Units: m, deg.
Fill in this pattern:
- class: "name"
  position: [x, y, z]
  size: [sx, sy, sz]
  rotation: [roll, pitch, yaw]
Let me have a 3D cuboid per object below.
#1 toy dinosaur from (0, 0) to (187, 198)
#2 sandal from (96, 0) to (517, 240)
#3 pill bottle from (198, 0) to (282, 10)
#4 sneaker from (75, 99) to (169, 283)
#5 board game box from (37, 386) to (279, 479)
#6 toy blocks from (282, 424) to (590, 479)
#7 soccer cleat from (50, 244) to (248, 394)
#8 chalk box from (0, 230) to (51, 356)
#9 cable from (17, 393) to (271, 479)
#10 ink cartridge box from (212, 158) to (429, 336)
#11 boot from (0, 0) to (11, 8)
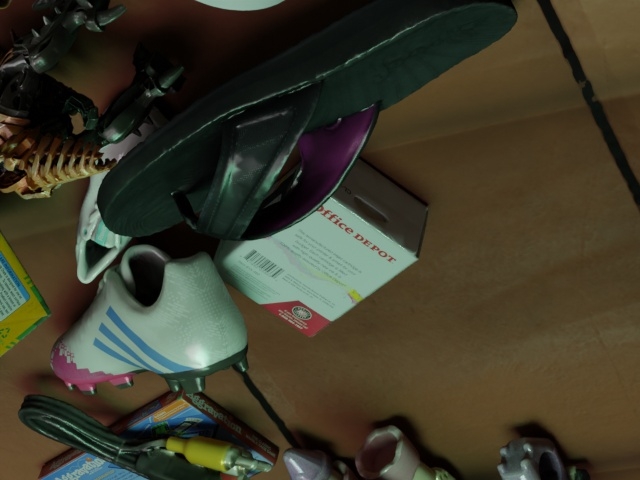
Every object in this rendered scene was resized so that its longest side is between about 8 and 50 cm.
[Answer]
- class: "toy dinosaur"
  position: [-0.232, -0.104, 1.469]
  size: [0.322, 0.218, 0.164]
  rotation: [38, 173, 39]
- class: "sandal"
  position: [-0.024, -0.084, 1.453]
  size: [0.446, 0.107, 0.168]
  rotation: [-29, 163, 33]
- class: "pill bottle"
  position: [-0.035, -0.313, 1.243]
  size: [0.161, 0.161, 0.283]
  rotation: [20, 137, -5]
- class: "sneaker"
  position: [-0.194, -0.040, 1.626]
  size: [0.080, 0.094, 0.212]
  rotation: [19, 137, -2]
- class: "board game box"
  position: [-0.193, 0.262, 1.993]
  size: [0.145, 0.027, 0.281]
  rotation: [38, 133, -24]
- class: "toy blocks"
  position: [0.074, 0.320, 1.782]
  size: [0.309, 0.288, 0.260]
  rotation: [-18, 133, 35]
- class: "soccer cleat"
  position: [-0.182, 0.074, 1.719]
  size: [0.331, 0.116, 0.143]
  rotation: [-8, 102, 54]
- class: "chalk box"
  position: [-0.430, 0.011, 1.649]
  size: [0.289, 0.179, 0.180]
  rotation: [33, 157, 44]
- class: "cable"
  position: [-0.195, 0.234, 1.924]
  size: [0.287, 0.072, 0.139]
  rotation: [21, 156, 12]
- class: "ink cartridge box"
  position: [0.000, 0.000, 1.627]
  size: [0.127, 0.072, 0.175]
  rotation: [35, 134, -18]
- class: "boot"
  position: [-0.344, -0.217, 1.426]
  size: [0.220, 0.109, 0.283]
  rotation: [6, 150, 23]
